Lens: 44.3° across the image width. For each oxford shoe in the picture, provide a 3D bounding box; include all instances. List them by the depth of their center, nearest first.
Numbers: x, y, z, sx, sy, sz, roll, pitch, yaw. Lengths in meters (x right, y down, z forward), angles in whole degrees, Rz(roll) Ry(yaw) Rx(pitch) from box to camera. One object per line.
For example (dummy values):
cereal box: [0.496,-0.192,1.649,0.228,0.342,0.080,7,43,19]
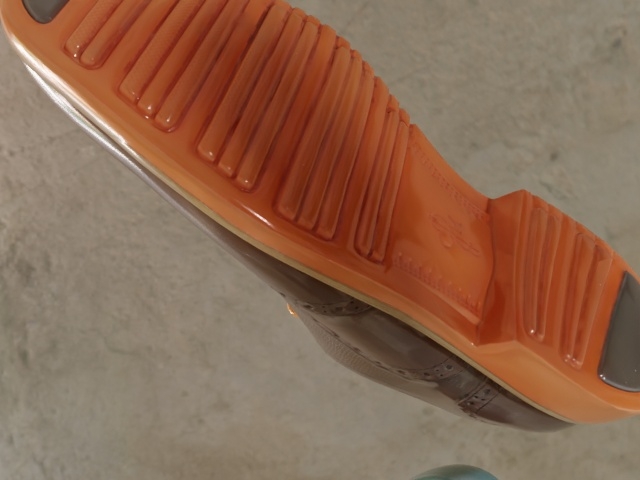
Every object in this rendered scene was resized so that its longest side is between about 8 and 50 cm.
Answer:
oxford shoe: [0.000,0.000,0.395,0.364,0.130,0.133,35,140,-13]

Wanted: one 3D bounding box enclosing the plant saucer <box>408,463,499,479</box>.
plant saucer: [0.060,0.180,0.449,0.119,0.021,0.119,-35,31,26]
